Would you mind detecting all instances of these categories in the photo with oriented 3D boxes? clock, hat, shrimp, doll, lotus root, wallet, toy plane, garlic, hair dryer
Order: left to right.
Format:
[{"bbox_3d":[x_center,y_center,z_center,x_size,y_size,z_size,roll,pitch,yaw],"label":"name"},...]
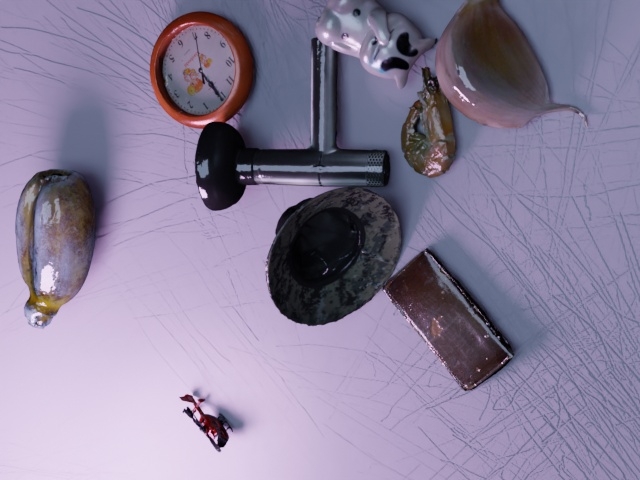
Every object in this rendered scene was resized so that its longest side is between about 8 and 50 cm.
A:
[{"bbox_3d":[-0.510,0.018,1.840,0.158,0.140,0.322,25,116,38],"label":"lotus root"},{"bbox_3d":[-0.212,-0.302,1.684,0.205,0.051,0.205,4,100,24],"label":"clock"},{"bbox_3d":[-0.216,0.347,1.803,0.145,0.060,0.037,49,116,27],"label":"toy plane"},{"bbox_3d":[-0.049,-0.208,1.623,0.320,0.155,0.284,-7,76,14],"label":"hair dryer"},{"bbox_3d":[0.000,0.000,1.588,0.266,0.265,0.128,-62,40,21],"label":"hat"},{"bbox_3d":[0.079,-0.330,1.505,0.180,0.107,0.110,37,109,11],"label":"doll"},{"bbox_3d":[0.173,-0.192,1.535,0.099,0.041,0.180,3,102,40],"label":"shrimp"},{"bbox_3d":[0.213,0.132,1.574,0.122,0.031,0.232,-44,78,29],"label":"wallet"},{"bbox_3d":[0.272,-0.237,1.453,0.148,0.128,0.267,-36,94,38],"label":"garlic"}]
